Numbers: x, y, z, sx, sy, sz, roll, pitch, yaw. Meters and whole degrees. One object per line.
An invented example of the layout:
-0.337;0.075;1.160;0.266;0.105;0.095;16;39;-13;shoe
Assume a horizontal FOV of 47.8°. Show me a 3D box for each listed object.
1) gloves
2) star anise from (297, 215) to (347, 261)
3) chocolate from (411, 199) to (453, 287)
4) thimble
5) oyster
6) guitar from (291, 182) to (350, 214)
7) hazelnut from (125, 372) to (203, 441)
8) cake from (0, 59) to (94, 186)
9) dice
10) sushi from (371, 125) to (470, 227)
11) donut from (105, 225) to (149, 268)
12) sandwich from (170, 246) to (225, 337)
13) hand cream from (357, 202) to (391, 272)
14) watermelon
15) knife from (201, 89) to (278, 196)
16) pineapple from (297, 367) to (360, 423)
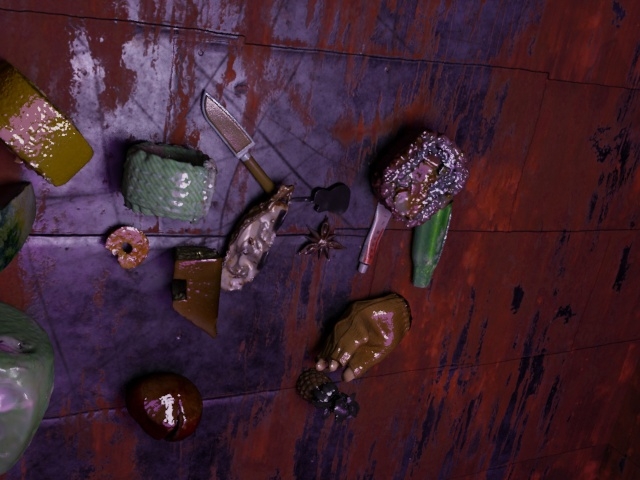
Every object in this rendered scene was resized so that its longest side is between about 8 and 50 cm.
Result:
0.121;0.285;2.138;0.356;0.155;0.203;-33;133;-31;gloves
-0.007;0.009;2.005;0.129;0.056;0.124;-33;99;-8;star anise
0.322;0.005;2.163;0.110;0.110;0.291;-7;117;-27;chocolate
-0.341;-0.132;1.651;0.219;0.219;0.150;4;108;-31;thimble
-0.170;-0.009;1.893;0.129;0.078;0.345;22;107;-35;oyster
-0.024;-0.110;1.957;0.233;0.025;0.088;-4;115;-28;guitar
-0.417;0.437;1.912;0.204;0.178;0.178;21;100;-29;hazelnut
-0.591;-0.230;1.489;0.156;0.179;0.260;-44;125;-4;cake
-0.777;0.312;1.540;0.318;0.330;0.322;22;98;-36;dice
0.271;-0.172;1.990;0.236;0.171;0.270;42;94;-19;sushi
-0.468;0.011;1.752;0.097;0.043;0.108;-32;122;-13;donut
-0.317;0.133;1.833;0.128;0.122;0.235;0;110;-17;sandwich
0.157;-0.005;2.106;0.052;0.038;0.216;5;107;-60;hand cream
-0.730;-0.025;1.504;0.232;0.310;0.193;-17;128;22;watermelon
-0.194;-0.236;1.802;0.061;0.027;0.343;-37;123;3;knife
0.024;0.457;2.114;0.119;0.237;0.111;-45;120;-11;pineapple
